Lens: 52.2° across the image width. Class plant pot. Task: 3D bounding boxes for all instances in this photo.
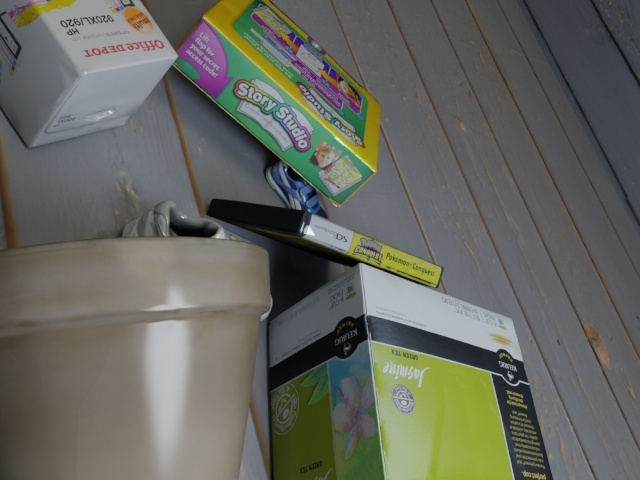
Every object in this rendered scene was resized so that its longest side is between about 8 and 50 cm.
[{"bbox_3d":[-0.196,0.162,0.630,0.323,0.323,0.280,1,79,-45],"label":"plant pot"}]

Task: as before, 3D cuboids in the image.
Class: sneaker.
[{"bbox_3d":[-0.148,0.033,0.880,0.232,0.115,0.090,35,43,-21],"label":"sneaker"},{"bbox_3d":[-0.031,-0.081,1.124,0.144,0.059,0.053,49,37,-7],"label":"sneaker"}]

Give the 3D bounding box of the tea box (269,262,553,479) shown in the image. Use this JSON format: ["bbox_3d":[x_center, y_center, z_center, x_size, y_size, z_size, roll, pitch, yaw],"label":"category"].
[{"bbox_3d":[0.122,0.254,0.908,0.329,0.220,0.323,21,48,-34],"label":"tea box"}]

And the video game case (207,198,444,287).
[{"bbox_3d":[0.000,0.000,0.954,0.248,0.275,0.035,21,85,-34],"label":"video game case"}]

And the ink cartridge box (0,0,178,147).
[{"bbox_3d":[-0.345,-0.275,0.864,0.232,0.168,0.171,56,38,1],"label":"ink cartridge box"}]

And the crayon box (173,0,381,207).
[{"bbox_3d":[-0.055,-0.271,1.155,0.363,0.106,0.313,40,29,-17],"label":"crayon box"}]

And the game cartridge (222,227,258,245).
[{"bbox_3d":[-0.128,0.018,0.991,0.083,0.017,0.056,27,50,-29],"label":"game cartridge"}]
